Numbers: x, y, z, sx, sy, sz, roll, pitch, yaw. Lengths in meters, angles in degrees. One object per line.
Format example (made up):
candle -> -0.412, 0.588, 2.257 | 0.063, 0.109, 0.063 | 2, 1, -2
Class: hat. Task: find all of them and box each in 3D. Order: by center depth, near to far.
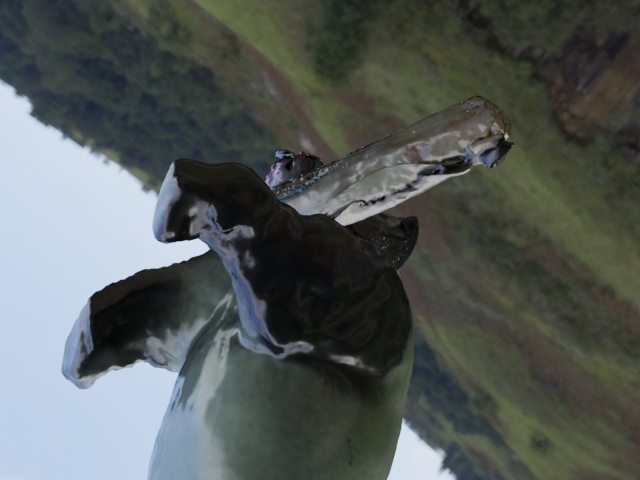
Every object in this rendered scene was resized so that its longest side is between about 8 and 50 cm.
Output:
hat -> 0.004, 0.001, 0.682 | 0.227, 0.140, 0.129 | 84, 164, -67

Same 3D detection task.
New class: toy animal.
toy animal -> -0.040, 0.094, 0.365 | 0.121, 0.225, 0.094 | 21, 168, -21

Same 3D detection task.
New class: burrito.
burrito -> 0.020, -0.028, 0.529 | 0.042, 0.171, 0.051 | 63, -156, -3
